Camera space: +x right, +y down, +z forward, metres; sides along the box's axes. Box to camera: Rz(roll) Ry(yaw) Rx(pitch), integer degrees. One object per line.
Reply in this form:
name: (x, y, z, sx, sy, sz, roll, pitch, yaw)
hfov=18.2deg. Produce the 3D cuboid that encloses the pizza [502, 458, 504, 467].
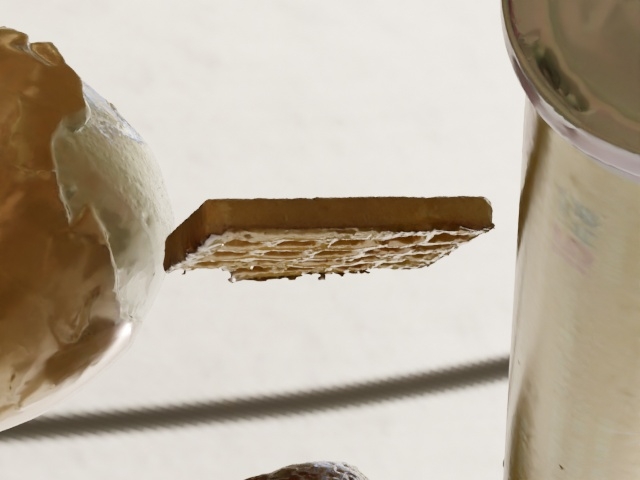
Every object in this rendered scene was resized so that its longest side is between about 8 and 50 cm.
pizza: (0.182, 0.058, 1.009, 0.229, 0.081, 0.289, 23, -89, 55)

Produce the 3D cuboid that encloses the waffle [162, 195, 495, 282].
waffle: (0.000, 0.000, 0.879, 0.092, 0.135, 0.021, 147, -61, -66)

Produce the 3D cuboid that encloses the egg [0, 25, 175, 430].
egg: (-0.192, 0.005, 1.086, 0.244, 0.201, 0.201, -41, -157, -13)

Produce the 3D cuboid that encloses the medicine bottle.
medicine bottle: (0.111, 0.033, 0.712, 0.426, 0.108, 0.108, 85, 11, -62)

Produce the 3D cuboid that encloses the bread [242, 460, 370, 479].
bread: (0.017, 0.210, 1.124, 0.172, 0.132, 0.103, 48, -57, 32)
